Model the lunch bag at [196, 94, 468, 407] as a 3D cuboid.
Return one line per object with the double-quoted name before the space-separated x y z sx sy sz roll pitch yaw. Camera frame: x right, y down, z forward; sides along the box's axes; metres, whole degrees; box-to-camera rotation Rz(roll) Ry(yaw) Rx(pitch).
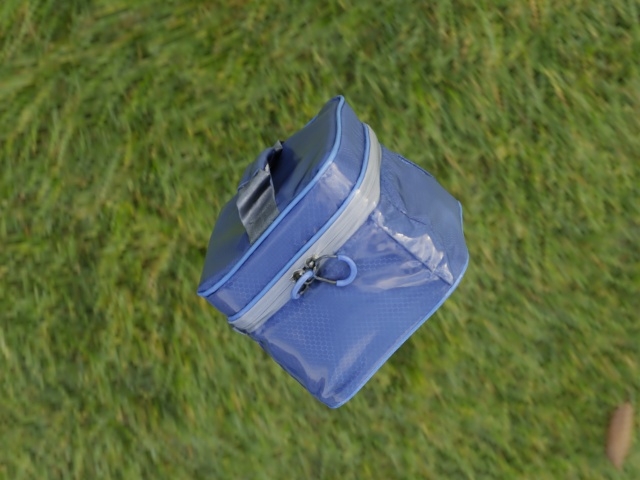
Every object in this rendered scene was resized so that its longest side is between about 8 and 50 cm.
"lunch bag" 0.000 0.000 0.500 0.065 0.098 0.067 41 104 -10
